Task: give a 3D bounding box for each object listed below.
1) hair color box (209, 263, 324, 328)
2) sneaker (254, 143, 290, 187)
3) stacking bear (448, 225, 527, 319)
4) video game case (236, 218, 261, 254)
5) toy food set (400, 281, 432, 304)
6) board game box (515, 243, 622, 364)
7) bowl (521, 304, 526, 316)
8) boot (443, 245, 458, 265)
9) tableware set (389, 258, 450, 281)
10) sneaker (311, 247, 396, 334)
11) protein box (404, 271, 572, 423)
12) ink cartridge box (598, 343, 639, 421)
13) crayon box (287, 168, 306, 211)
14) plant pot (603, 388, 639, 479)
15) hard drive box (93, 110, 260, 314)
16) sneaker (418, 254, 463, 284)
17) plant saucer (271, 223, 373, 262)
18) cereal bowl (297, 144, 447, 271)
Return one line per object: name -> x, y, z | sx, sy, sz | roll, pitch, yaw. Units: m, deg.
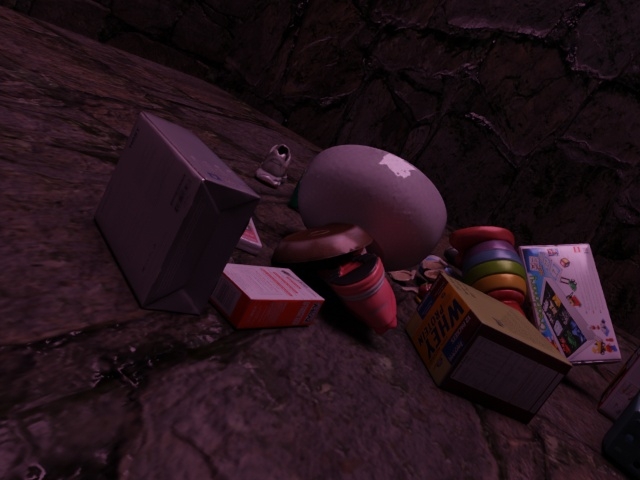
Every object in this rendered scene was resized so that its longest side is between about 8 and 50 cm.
hair color box -> -0.082, 0.082, 0.796 | 0.093, 0.054, 0.167 | 38, 17, 33
sneaker -> -0.132, -0.249, 1.707 | 0.099, 0.121, 0.262 | 28, 14, -10
stacking bear -> 0.432, 0.124, 1.340 | 0.175, 0.164, 0.289 | 57, 25, -51
video game case -> -0.232, -0.072, 1.092 | 0.203, 0.025, 0.285 | 23, 15, -23
toy food set -> 0.302, 0.145, 1.292 | 0.128, 0.071, 0.218 | 13, 21, -48
board game box -> 0.613, 0.159, 1.355 | 0.192, 0.306, 0.053 | -2, -24, -4
bowl -> 0.579, 0.241, 1.434 | 0.170, 0.080, 0.170 | 26, -33, 18
boot -> 0.547, 0.110, 1.933 | 0.189, 0.076, 0.209 | 25, 21, -11
tableware set -> 0.257, 0.073, 1.408 | 0.168, 0.020, 0.141 | 2, 21, 5
sneaker -> 0.067, 0.092, 1.013 | 0.136, 0.115, 0.314 | 62, 0, -10
protein box -> 0.295, 0.191, 0.987 | 0.201, 0.136, 0.200 | 26, 15, -16
ink cartridge box -> 0.819, 0.299, 1.290 | 0.130, 0.310, 0.271 | 37, 15, 27
crayon box -> 0.001, -0.126, 1.624 | 0.165, 0.081, 0.278 | 28, 14, -5
plant pot -> 0.651, 0.371, 1.023 | 0.234, 0.166, 0.165 | 4, 28, -47
hard drive box -> -0.204, -0.043, 0.727 | 0.089, 0.181, 0.232 | 16, 20, -44
sneaker -> 0.371, 0.133, 1.486 | 0.237, 0.085, 0.086 | 35, 41, 9
plant saucer -> 0.000, 0.000, 1.034 | 0.198, 0.036, 0.198 | -11, 10, 2
cereal bowl -> 0.094, -0.040, 1.183 | 0.338, 0.141, 0.339 | 20, -33, 14
